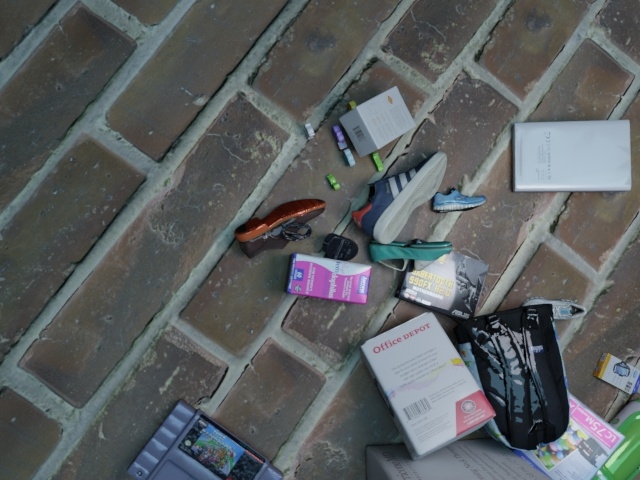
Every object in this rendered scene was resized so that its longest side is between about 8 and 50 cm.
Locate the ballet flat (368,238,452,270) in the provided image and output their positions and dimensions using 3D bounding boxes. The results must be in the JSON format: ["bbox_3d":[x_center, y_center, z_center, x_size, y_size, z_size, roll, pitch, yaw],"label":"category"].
[{"bbox_3d":[0.250,0.042,1.330,0.247,0.083,0.087,2,100,33],"label":"ballet flat"}]

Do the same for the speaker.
[{"bbox_3d":[0.876,0.599,1.385,0.296,0.131,0.131,-40,91,-8],"label":"speaker"}]

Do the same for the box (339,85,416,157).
[{"bbox_3d":[0.163,-0.335,1.348,0.170,0.091,0.130,-34,100,-30],"label":"box"}]

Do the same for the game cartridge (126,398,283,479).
[{"bbox_3d":[-0.301,0.617,1.277,0.355,0.068,0.230,37,87,-3],"label":"game cartridge"}]

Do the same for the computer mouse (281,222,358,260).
[{"bbox_3d":[0.000,0.000,1.339,0.242,0.041,0.071,20,103,-24],"label":"computer mouse"}]

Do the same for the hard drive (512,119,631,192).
[{"bbox_3d":[0.746,-0.251,1.430,0.318,0.040,0.210,1,86,10],"label":"hard drive"}]

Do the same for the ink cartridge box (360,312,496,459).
[{"bbox_3d":[0.272,0.380,1.265,0.226,0.131,0.306,-23,59,-8],"label":"ink cartridge box"}]

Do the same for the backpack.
[{"bbox_3d":[0.533,0.386,1.314,0.290,0.273,0.356,-12,67,-9],"label":"backpack"}]

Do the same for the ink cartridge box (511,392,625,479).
[{"bbox_3d":[0.671,0.602,1.344,0.311,0.065,0.186,-48,60,-3],"label":"ink cartridge box"}]

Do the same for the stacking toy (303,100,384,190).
[{"bbox_3d":[0.068,-0.274,1.388,0.167,0.052,0.221,-25,90,-8],"label":"stacking toy"}]

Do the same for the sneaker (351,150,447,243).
[{"bbox_3d":[0.224,-0.151,1.370,0.148,0.131,0.350,30,63,33],"label":"sneaker"}]

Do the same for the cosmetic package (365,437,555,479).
[{"bbox_3d":[0.344,0.727,1.208,0.393,0.329,0.328,0,86,-8],"label":"cosmetic package"}]

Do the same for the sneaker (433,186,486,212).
[{"bbox_3d":[0.412,-0.125,1.414,0.162,0.063,0.073,-5,83,-7],"label":"sneaker"}]

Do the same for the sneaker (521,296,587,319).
[{"bbox_3d":[0.694,0.204,1.414,0.190,0.083,0.071,-3,88,-6],"label":"sneaker"}]

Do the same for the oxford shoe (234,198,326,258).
[{"bbox_3d":[-0.103,-0.038,1.345,0.271,0.097,0.098,-24,117,-11],"label":"oxford shoe"}]

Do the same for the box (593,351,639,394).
[{"bbox_3d":[0.908,0.407,1.452,0.136,0.028,0.081,29,83,-6],"label":"box"}]

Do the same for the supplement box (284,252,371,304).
[{"bbox_3d":[0.019,0.107,1.325,0.220,0.114,0.111,9,84,-8],"label":"supplement box"}]

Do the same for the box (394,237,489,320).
[{"bbox_3d":[0.353,0.117,1.391,0.231,0.056,0.183,20,84,-5],"label":"box"}]
